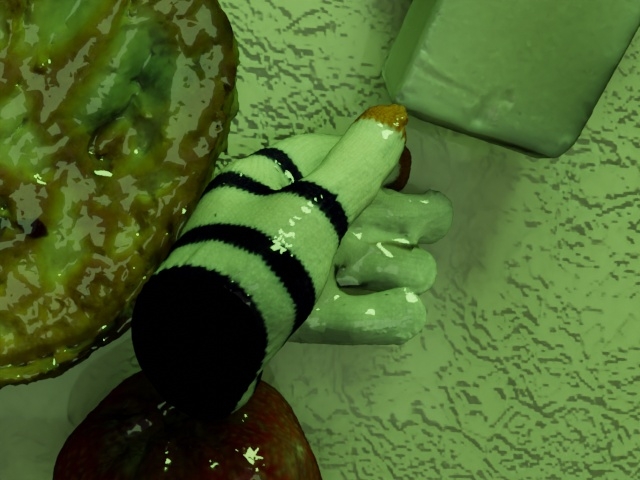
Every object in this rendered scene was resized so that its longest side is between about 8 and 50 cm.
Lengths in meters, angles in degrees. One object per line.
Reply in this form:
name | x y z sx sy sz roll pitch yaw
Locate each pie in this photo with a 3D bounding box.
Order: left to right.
pie | -0.190 -0.076 0.711 0.315 0.092 0.315 -2 97 -14

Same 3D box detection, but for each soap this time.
soap | 0.126 -0.146 0.711 0.121 0.064 0.183 17 118 -14

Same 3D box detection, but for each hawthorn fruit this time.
hawthorn fruit | -0.070 0.175 0.727 0.157 0.157 0.194 -13 114 -7

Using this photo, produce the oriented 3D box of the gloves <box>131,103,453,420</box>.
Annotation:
gloves | -0.013 0.002 0.715 0.131 0.219 0.140 3 122 25
